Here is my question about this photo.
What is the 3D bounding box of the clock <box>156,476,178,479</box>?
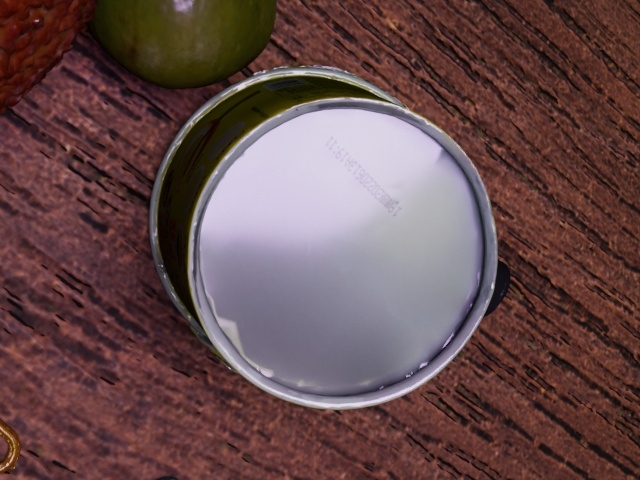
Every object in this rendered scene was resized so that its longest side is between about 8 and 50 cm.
[{"bbox_3d":[-0.142,0.272,0.726,0.135,0.041,0.101,27,74,-23],"label":"clock"}]

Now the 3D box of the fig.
[{"bbox_3d":[-0.126,-0.234,0.690,0.181,0.181,0.191,-18,137,-27],"label":"fig"}]

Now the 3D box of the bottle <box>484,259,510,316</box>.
[{"bbox_3d":[0.097,0.001,0.850,0.244,0.072,0.082,28,116,-22],"label":"bottle"}]

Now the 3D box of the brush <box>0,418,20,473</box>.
[{"bbox_3d":[-0.363,0.082,0.643,0.090,0.017,0.314,-46,107,-23],"label":"brush"}]

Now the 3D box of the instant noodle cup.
[{"bbox_3d":[0.000,0.000,0.671,0.311,0.221,0.311,-1,99,-9],"label":"instant noodle cup"}]

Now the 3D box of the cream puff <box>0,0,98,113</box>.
[{"bbox_3d":[-0.260,-0.230,0.537,0.229,0.350,0.350,9,82,-18],"label":"cream puff"}]
